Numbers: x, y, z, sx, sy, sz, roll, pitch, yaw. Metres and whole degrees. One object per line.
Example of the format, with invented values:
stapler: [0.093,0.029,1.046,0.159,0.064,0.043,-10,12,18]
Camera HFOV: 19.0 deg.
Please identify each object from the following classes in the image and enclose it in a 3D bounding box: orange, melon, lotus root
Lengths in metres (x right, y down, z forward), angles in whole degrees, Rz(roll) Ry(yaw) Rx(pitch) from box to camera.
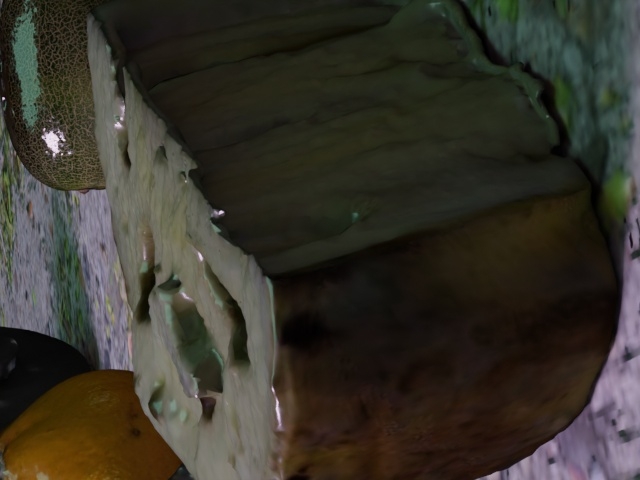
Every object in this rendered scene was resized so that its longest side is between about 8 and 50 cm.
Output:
orange: [-0.131,0.154,1.130,0.156,0.134,0.156,-174,90,-68]
melon: [-0.150,-0.109,1.170,0.099,0.099,0.162,-153,58,-72]
lotus root: [0.000,0.000,0.617,0.235,0.119,0.138,-120,29,-54]

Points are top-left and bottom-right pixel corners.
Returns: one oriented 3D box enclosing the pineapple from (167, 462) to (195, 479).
pineapple: [-0.005,0.120,0.722,0.111,0.119,0.237,29,-133,-52]

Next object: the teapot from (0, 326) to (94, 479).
teapot: [-0.301,0.227,1.584,0.270,0.200,0.337,18,118,25]
